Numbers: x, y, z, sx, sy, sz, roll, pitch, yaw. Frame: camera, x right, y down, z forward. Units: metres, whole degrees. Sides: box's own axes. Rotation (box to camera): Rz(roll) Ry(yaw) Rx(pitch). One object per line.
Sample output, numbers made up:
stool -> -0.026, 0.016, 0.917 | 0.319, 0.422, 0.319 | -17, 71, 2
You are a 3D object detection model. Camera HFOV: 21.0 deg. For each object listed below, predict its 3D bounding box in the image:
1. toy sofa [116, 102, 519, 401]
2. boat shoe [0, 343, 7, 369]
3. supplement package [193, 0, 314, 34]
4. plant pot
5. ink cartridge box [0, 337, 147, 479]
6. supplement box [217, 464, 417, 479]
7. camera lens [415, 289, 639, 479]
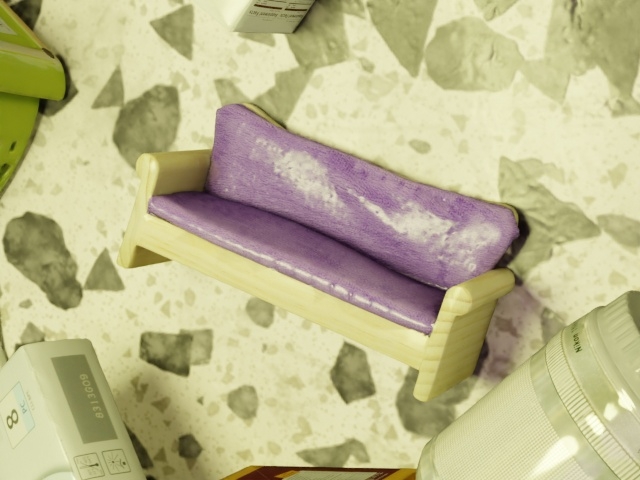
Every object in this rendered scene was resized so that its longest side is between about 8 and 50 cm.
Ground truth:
toy sofa -> 0.000, 0.000, 1.676 | 0.362, 0.150, 0.177 | 23, 104, 19
boat shoe -> -0.412, 0.087, 1.884 | 0.114, 0.091, 0.302 | -22, 86, 23
supplement package -> -0.069, -0.336, 1.673 | 0.194, 0.149, 0.203 | 41, 108, 14
plant pot -> -0.413, -0.170, 1.797 | 0.228, 0.227, 0.207 | 46, 103, 13
ink cartridge box -> -0.300, 0.325, 1.744 | 0.385, 0.091, 0.308 | -44, 62, 38
supplement box -> -0.020, 0.302, 1.690 | 0.194, 0.191, 0.129 | -2, 94, 23
camera lens -> 0.240, 0.205, 1.558 | 0.274, 0.219, 0.219 | -43, 79, 20
